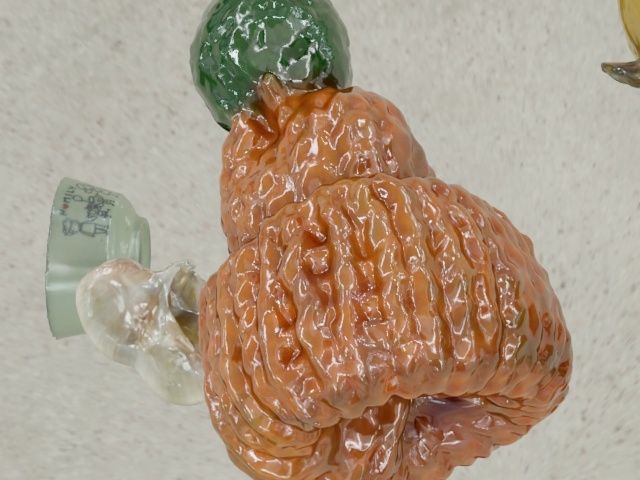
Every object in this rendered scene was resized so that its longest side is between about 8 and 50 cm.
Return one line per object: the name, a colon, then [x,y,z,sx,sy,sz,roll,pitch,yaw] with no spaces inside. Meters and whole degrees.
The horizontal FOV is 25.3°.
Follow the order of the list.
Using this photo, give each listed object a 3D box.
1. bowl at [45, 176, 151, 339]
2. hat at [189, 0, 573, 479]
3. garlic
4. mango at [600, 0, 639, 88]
bowl: [-0.280,0.024,1.831,0.112,0.211,0.211,1,80,2]
hat: [0.000,0.000,1.111,0.285,0.285,0.400,-29,58,1]
garlic: [-0.158,0.086,1.416,0.124,0.099,0.174,-42,86,3]
mango: [0.255,-0.146,0.609,0.317,0.176,0.119,-27,116,-2]
